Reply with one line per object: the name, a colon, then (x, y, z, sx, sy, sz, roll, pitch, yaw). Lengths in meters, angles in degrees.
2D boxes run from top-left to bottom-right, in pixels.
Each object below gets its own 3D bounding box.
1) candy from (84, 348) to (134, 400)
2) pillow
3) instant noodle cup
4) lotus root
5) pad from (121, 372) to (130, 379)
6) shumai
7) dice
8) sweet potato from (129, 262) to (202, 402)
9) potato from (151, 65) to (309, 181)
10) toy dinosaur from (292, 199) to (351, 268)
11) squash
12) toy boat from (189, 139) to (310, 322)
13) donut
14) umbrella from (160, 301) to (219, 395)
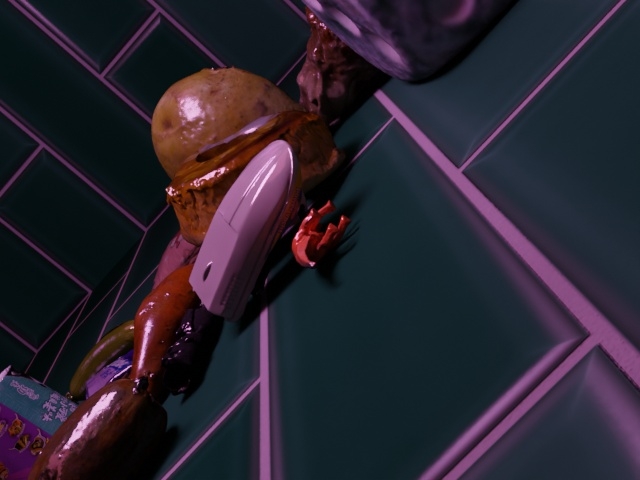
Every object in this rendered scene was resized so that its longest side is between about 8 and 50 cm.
candy: (-0.383, 0.264, 1.755, 0.145, 0.070, 0.275, -44, 8, -10)
pillow: (-0.280, 0.011, 2.098, 0.223, 0.084, 0.236, -41, 17, 25)
instant noodle cup: (-0.580, 0.368, 1.825, 0.251, 0.190, 0.251, -46, 13, 14)
lotus root: (-0.299, 0.291, 1.277, 0.123, 0.124, 0.241, 2, 48, 54)
pad: (-0.375, 0.338, 1.476, 0.284, 0.018, 0.286, -60, 5, -7)
shumai: (0.072, -0.359, 1.932, 0.346, 0.217, 0.283, -29, -51, -73)
dice: (0.145, -0.484, 1.583, 0.330, 0.328, 0.348, -50, 13, -1)
sweet potato: (-0.252, 0.136, 1.593, 0.112, 0.112, 0.359, -37, 17, 41)
potato: (-0.222, -0.173, 1.901, 0.330, 0.280, 0.213, -53, 9, 41)
toy dinosaur: (-0.005, -0.004, 1.314, 0.101, 0.055, 0.279, -52, -1, 16)
squash: (-0.446, 0.245, 2.001, 0.318, 0.071, 0.080, -43, 15, 24)
toy boat: (-0.090, -0.012, 1.425, 0.269, 0.140, 0.141, -54, 12, 9)
donut: (-0.122, -0.115, 1.637, 0.330, 0.160, 0.330, -31, 8, 5)
umbrella: (-0.195, 0.155, 1.483, 0.236, 0.059, 0.066, -72, -16, -67)
